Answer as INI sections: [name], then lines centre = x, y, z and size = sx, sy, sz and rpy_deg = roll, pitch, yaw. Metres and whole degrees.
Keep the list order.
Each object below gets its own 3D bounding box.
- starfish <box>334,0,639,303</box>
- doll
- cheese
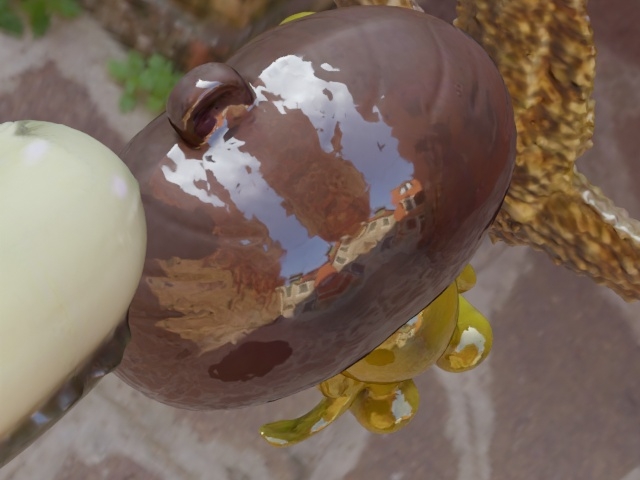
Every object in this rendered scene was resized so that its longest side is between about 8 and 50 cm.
[starfish]
centre = 0.108, -0.095, 0.996
size = 0.132, 0.384, 0.398
rpy_deg = -34, 46, -12
[doll]
centre = -0.007, 0.006, 0.565
size = 0.145, 0.188, 0.096
rpy_deg = -24, 56, -19
[cheese]
centre = -0.136, 0.051, 0.356
size = 0.251, 0.127, 0.054
rpy_deg = -50, 132, -51
